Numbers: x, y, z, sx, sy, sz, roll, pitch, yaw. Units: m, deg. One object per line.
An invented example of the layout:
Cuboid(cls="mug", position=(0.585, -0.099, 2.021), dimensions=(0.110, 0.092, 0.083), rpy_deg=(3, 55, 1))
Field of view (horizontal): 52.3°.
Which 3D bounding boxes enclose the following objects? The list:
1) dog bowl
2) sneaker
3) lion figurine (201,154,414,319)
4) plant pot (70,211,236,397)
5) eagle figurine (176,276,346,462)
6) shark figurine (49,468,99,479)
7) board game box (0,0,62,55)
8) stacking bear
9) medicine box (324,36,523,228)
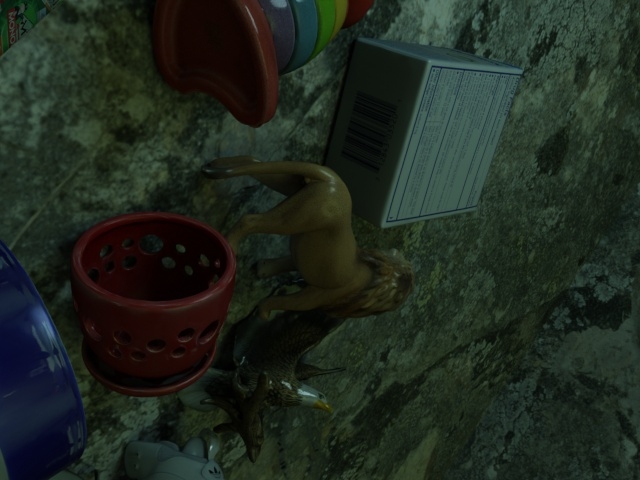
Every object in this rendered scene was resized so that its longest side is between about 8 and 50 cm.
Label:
Cuboid(cls="dog bowl", position=(-0.335, 0.120, 0.616), dimensions=(0.104, 0.265, 0.264), rpy_deg=(-26, 133, -40))
Cuboid(cls="sneaker", position=(-0.286, 0.446, 1.030), dimensions=(0.366, 0.210, 0.137), rpy_deg=(-27, 146, 16))
Cuboid(cls="lion figurine", position=(0.000, 0.000, 0.945), dimensions=(0.240, 0.142, 0.392), rpy_deg=(-10, 146, 10))
Cuboid(cls="plant pot", position=(-0.205, 0.084, 0.808), dimensions=(0.191, 0.191, 0.174), rpy_deg=(-23, 136, -38))
Cuboid(cls="eagle figurine", position=(-0.068, 0.222, 1.110), dimensions=(0.226, 0.225, 0.298), rpy_deg=(-31, -166, 31))
Cuboid(cls="shark figurine", position=(-0.373, 0.298, 0.851), dimensions=(0.166, 0.116, 0.278), rpy_deg=(-34, 143, 25))
Cuboid(cls="board game box", position=(-0.266, -0.201, 0.451), dimensions=(0.213, 0.046, 0.317), rpy_deg=(-54, -170, -21))
Cuboid(cls="stacking bear", position=(-0.036, -0.284, 0.778), dimensions=(0.289, 0.175, 0.164), rpy_deg=(-41, 149, -37))
Cuboid(cls="medicine box", position=(0.170, -0.181, 1.085), dimensions=(0.289, 0.149, 0.263), rpy_deg=(-11, 124, -46))
